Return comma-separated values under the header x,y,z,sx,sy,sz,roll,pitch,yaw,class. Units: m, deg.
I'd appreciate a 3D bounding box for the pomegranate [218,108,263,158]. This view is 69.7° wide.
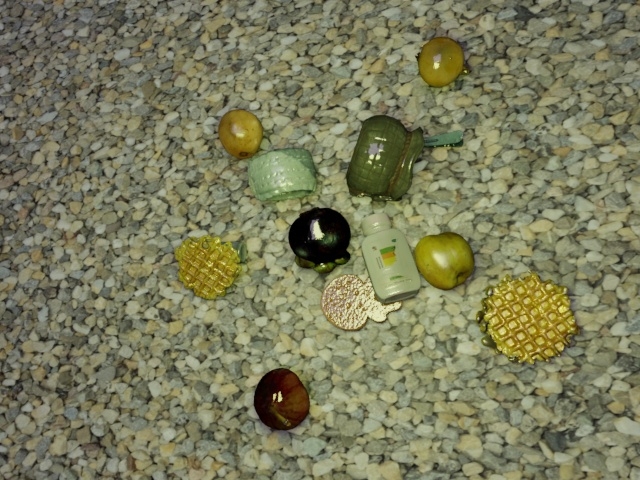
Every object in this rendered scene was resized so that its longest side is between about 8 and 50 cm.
x,y,z,sx,sy,sz,roll,pitch,yaw,class
-0.302,-0.418,1.759,0.196,0.196,0.196,-2,80,11,pomegranate

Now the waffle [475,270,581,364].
x,y,z,sx,sy,sz,roll,pitch,yaw,class
0.666,0.252,1.506,0.328,0.062,0.330,-2,81,12,waffle

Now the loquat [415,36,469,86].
x,y,z,sx,sy,sz,roll,pitch,yaw,class
0.442,-0.642,1.664,0.204,0.149,0.172,20,80,3,loquat

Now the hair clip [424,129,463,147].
x,y,z,sx,sy,sz,roll,pitch,yaw,class
0.377,-0.358,1.676,0.275,0.083,0.048,-2,85,18,hair clip

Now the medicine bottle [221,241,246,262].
x,y,z,sx,sy,sz,roll,pitch,yaw,class
-0.386,0.046,1.742,0.203,0.083,0.084,-2,80,13,medicine bottle

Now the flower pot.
x,y,z,sx,sy,sz,roll,pitch,yaw,class
0.213,-0.272,1.583,0.213,0.302,0.302,18,84,0,flower pot

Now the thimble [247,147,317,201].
x,y,z,sx,sy,sz,roll,pitch,yaw,class
-0.140,-0.230,1.678,0.249,0.205,0.172,-9,84,-7,thimble

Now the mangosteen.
x,y,z,sx,sy,sz,roll,pitch,yaw,class
0.000,0.000,1.614,0.242,0.243,0.243,-2,80,11,mangosteen

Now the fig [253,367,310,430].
x,y,z,sx,sy,sz,roll,pitch,yaw,class
-0.149,0.534,1.524,0.186,0.249,0.204,-24,75,17,fig

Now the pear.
x,y,z,sx,sy,sz,roll,pitch,yaw,class
0.411,0.064,1.524,0.199,0.200,0.200,-2,80,11,pear

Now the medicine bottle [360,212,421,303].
x,y,z,sx,sy,sz,roll,pitch,yaw,class
0.230,0.056,1.579,0.161,0.111,0.296,-14,66,-1,medicine bottle

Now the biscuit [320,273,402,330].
x,y,z,sx,sy,sz,roll,pitch,yaw,class
0.143,0.211,1.626,0.288,0.044,0.202,-13,73,7,biscuit

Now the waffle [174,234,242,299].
x,y,z,sx,sy,sz,roll,pitch,yaw,class
-0.412,0.100,1.695,0.280,0.060,0.262,-3,116,18,waffle
